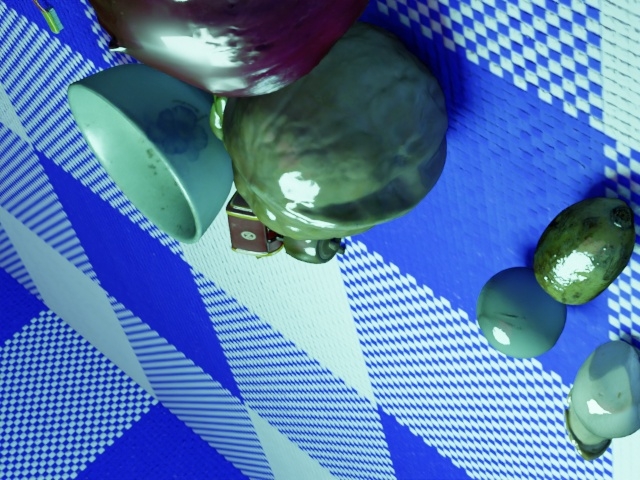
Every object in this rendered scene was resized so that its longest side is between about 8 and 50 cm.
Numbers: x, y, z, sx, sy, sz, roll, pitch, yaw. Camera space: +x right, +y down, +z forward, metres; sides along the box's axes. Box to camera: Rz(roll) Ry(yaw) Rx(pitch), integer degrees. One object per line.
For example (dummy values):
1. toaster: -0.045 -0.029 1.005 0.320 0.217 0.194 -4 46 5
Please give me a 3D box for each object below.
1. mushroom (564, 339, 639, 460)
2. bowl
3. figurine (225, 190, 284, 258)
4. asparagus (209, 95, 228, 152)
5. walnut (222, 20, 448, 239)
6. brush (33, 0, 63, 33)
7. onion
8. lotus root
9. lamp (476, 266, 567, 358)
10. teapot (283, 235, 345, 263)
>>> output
1. mushroom: 0.326 0.183 1.594 0.097 0.088 0.212 53 168 16
2. bowl: -0.219 -0.150 2.009 0.289 0.146 0.289 42 160 19
3. figurine: -0.078 -0.024 2.075 0.098 0.082 0.154 20 152 15
4. asparagus: -0.114 -0.184 1.834 0.080 0.080 0.287 36 157 30
5. walnut: 0.012 -0.113 1.497 0.248 0.248 0.248 41 158 20
6. brush: -0.439 -0.368 2.235 0.018 0.021 0.083 30 158 44
7. onion: -0.029 -0.289 1.223 0.385 0.348 0.348 4 145 11
8. lotus root: 0.263 0.009 1.403 0.080 0.089 0.179 6 155 -9
9. lamp: 0.228 0.082 1.583 0.105 0.105 0.105 41 158 20
10. teapot: 0.000 0.000 1.949 0.068 0.076 0.121 22 176 34
